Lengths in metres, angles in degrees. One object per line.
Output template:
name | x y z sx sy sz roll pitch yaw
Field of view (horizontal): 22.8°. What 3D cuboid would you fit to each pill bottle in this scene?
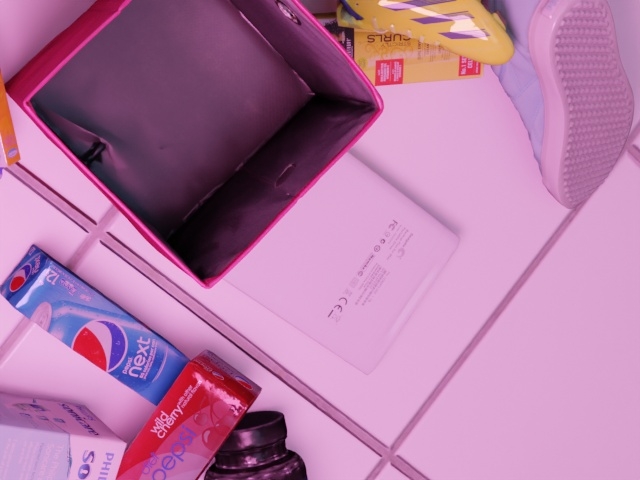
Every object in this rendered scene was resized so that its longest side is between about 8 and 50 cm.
pill bottle | -0.069 0.316 1.857 0.123 0.123 0.219 -12 96 -23

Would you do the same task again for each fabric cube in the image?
fabric cube | -0.134 -0.143 1.592 0.259 0.258 0.254 -45 106 -5

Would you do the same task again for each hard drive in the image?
hard drive | 0.000 0.000 1.856 0.307 0.040 0.203 36 88 -29

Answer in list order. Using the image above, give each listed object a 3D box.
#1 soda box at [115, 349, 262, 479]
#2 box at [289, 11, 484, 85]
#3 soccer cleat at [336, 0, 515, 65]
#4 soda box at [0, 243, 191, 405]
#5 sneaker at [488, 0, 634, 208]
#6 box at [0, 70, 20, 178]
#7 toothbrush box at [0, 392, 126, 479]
soda box | -0.177 0.252 1.770 0.083 0.092 0.263 36 100 3
box | 0.075 -0.221 1.817 0.232 0.058 0.087 -6 107 -25
soccer cleat | 0.078 -0.263 1.746 0.289 0.093 0.121 34 80 -4
soda box | -0.247 0.094 1.744 0.210 0.071 0.067 39 86 -30
sneaker | 0.275 -0.193 1.889 0.135 0.150 0.366 -35 143 -17
box | -0.355 -0.128 1.623 0.028 0.081 0.136 -43 129 -53
toothbrush box | -0.379 0.268 1.647 0.295 0.126 0.216 13 99 -33
